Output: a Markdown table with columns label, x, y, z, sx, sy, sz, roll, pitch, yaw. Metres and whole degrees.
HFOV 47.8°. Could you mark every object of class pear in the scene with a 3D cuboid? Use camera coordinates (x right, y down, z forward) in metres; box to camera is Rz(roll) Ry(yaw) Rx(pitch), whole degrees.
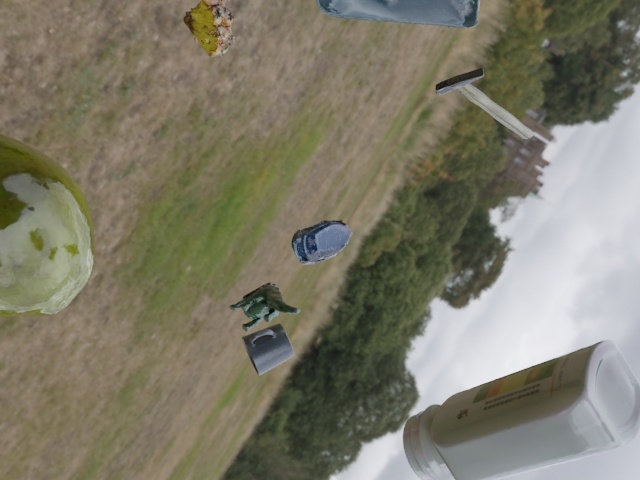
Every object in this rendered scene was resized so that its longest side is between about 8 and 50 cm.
| label | x | y | z | sx | sy | sz | roll | pitch | yaw |
| --- | --- | --- | --- | --- | --- | --- | --- | --- | --- |
| pear | -0.634 | -0.028 | 1.439 | 0.352 | 0.413 | 0.352 | -27 | -145 | 21 |

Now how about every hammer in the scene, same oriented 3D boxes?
| label | x | y | z | sx | sy | sz | roll | pitch | yaw |
| --- | --- | --- | --- | --- | --- | --- | --- | --- | --- |
| hammer | 0.223 | -0.167 | 0.913 | 0.062 | 0.199 | 0.013 | -17 | -113 | 38 |

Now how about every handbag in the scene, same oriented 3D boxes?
| label | x | y | z | sx | sy | sz | roll | pitch | yaw |
| --- | --- | --- | --- | --- | --- | --- | --- | --- | --- |
| handbag | 0.095 | -0.352 | 0.926 | 0.179 | 0.229 | 0.062 | 57 | 43 | -72 |

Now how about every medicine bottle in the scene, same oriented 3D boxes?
| label | x | y | z | sx | sy | sz | roll | pitch | yaw |
| --- | --- | --- | --- | --- | --- | --- | --- | --- | --- |
| medicine bottle | 0.267 | 0.253 | 1.005 | 0.324 | 0.124 | 0.179 | -34 | 179 | 39 |

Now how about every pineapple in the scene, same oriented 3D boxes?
| label | x | y | z | sx | sy | sz | roll | pitch | yaw |
| --- | --- | --- | --- | --- | --- | --- | --- | --- | --- |
| pineapple | -0.222 | -0.444 | 1.446 | 0.069 | 0.116 | 0.137 | -49 | 155 | -36 |

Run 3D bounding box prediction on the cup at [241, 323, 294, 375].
| label | x | y | z | sx | sy | sz | roll | pitch | yaw |
| --- | --- | --- | --- | --- | --- | --- | --- | --- | --- |
| cup | -0.098 | 0.194 | 1.341 | 0.077 | 0.078 | 0.100 | -24 | 145 | -12 |

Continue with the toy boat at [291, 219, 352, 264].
| label | x | y | z | sx | sy | sz | roll | pitch | yaw |
| --- | --- | --- | --- | --- | --- | --- | --- | --- | --- |
| toy boat | 0.000 | 0.000 | 0.656 | 0.083 | 0.038 | 0.038 | -19 | 145 | -56 |

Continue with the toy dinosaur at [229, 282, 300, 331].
| label | x | y | z | sx | sy | sz | roll | pitch | yaw |
| --- | --- | --- | --- | --- | --- | --- | --- | --- | --- |
| toy dinosaur | -0.130 | 0.147 | 1.577 | 0.120 | 0.079 | 0.292 | -35 | -172 | -8 |
